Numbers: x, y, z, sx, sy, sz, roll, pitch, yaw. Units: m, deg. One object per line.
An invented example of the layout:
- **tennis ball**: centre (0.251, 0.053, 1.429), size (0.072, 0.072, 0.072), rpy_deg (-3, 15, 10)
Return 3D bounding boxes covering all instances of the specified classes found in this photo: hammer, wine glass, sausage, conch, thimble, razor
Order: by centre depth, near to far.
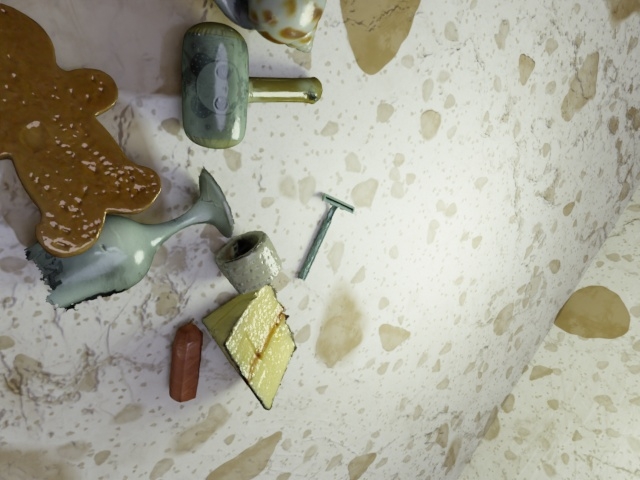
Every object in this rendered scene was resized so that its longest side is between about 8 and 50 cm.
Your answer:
- **conch**: centre (-0.076, -0.423, 0.739), size (0.275, 0.182, 0.149), rpy_deg (68, 34, -41)
- **wine glass**: centre (-0.305, -0.003, 0.750), size (0.320, 0.143, 0.144), rpy_deg (-29, 124, -22)
- **hammer**: centre (-0.107, -0.274, 0.821), size (0.305, 0.113, 0.202), rpy_deg (-13, 120, -42)
- **thimble**: centre (-0.145, 0.041, 0.910), size (0.115, 0.102, 0.090), rpy_deg (-43, 128, -25)
- **sausage**: centre (-0.276, 0.247, 0.924), size (0.065, 0.065, 0.170), rpy_deg (-3, 112, -37)
- **razor**: centre (-0.002, -0.001, 1.055), size (0.084, 0.036, 0.211), rpy_deg (23, 100, -17)

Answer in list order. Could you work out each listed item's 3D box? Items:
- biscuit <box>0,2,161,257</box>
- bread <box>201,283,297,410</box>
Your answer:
- **biscuit**: centre (-0.382, -0.161, 0.634), size (0.216, 0.047, 0.340), rpy_deg (-41, 109, -28)
- **bread**: centre (-0.121, 0.222, 0.983), size (0.178, 0.135, 0.240), rpy_deg (-36, 124, -21)
